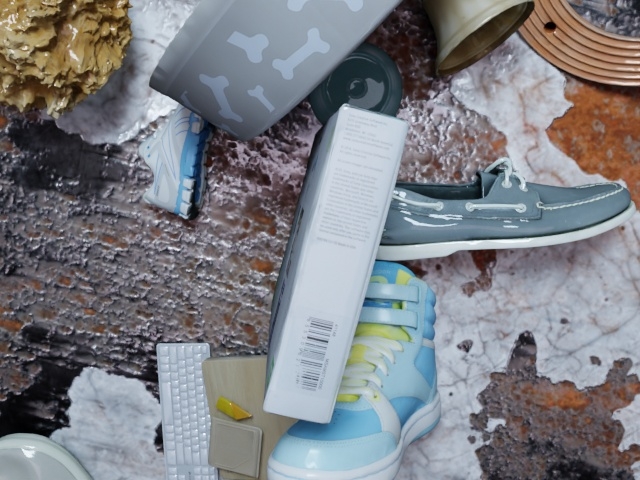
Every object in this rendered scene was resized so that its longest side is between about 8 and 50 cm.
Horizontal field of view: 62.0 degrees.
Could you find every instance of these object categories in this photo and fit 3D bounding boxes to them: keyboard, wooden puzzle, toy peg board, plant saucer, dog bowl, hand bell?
[{"bbox_3d":[-0.177,0.262,0.718,0.072,0.014,0.256,-2,97,-1],"label":"keyboard"},{"bbox_3d":[-0.106,0.256,0.666,0.079,0.014,0.116,16,103,16],"label":"wooden puzzle"},{"bbox_3d":[-0.053,0.217,0.693,0.161,0.079,0.161,-6,97,16],"label":"toy peg board"},{"bbox_3d":[0.044,-0.188,0.660,0.119,0.021,0.119,0,98,-1],"label":"plant saucer"},{"bbox_3d":[-0.005,-0.237,0.504,0.349,0.349,0.102,-45,109,5],"label":"dog bowl"},{"bbox_3d":[0.124,-0.327,0.618,0.126,0.126,0.242,-32,84,3],"label":"hand bell"}]

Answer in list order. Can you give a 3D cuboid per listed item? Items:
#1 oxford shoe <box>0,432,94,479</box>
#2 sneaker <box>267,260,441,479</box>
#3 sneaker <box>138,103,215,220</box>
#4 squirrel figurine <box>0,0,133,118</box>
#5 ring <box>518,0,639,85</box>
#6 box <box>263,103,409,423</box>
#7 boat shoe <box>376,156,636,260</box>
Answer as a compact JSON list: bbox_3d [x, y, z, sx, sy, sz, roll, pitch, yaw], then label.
[{"bbox_3d":[-0.353,0.472,0.687,0.169,0.130,0.449,-7,96,2],"label":"oxford shoe"},{"bbox_3d":[0.043,0.128,0.578,0.127,0.319,0.208,-1,89,25],"label":"sneaker"},{"bbox_3d":[-0.176,-0.124,0.644,0.083,0.071,0.190,13,97,3],"label":"sneaker"},{"bbox_3d":[-0.286,-0.340,0.550,0.370,0.281,0.397,6,111,-12],"label":"squirrel figurine"},{"bbox_3d":[0.356,-0.319,0.546,0.337,0.032,0.336,17,138,16],"label":"ring"},{"bbox_3d":[0.000,0.000,0.534,0.058,0.322,0.232,14,97,-7],"label":"box"},{"bbox_3d":[0.208,-0.046,0.634,0.319,0.116,0.099,-8,101,5],"label":"boat shoe"}]
